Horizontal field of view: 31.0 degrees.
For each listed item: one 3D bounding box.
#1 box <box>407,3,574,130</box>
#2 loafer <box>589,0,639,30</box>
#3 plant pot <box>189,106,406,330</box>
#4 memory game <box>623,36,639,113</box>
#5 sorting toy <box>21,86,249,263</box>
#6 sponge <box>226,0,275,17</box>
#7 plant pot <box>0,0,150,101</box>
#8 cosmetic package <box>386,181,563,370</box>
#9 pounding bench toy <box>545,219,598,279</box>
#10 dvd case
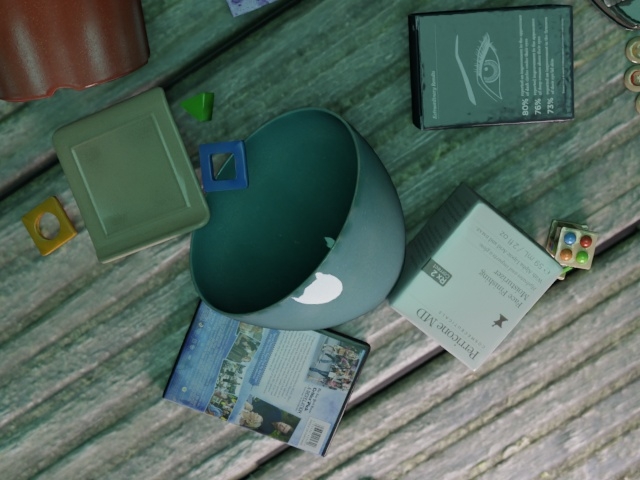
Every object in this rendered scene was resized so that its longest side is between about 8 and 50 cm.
[{"bbox_3d":[0.223,-0.231,1.523,0.207,0.108,0.153,-3,102,-1],"label":"box"},{"bbox_3d":[0.367,-0.392,1.504,0.096,0.084,0.267,-31,99,5],"label":"loafer"},{"bbox_3d":[0.000,0.000,1.503,0.195,0.290,0.290,32,100,-39],"label":"plant pot"},{"bbox_3d":[0.505,-0.240,1.579,0.186,0.012,0.186,0,102,-2],"label":"memory game"},{"bbox_3d":[-0.252,-0.087,1.552,0.348,0.047,0.196,-19,91,20],"label":"sorting toy"},{"bbox_3d":[-0.100,-0.412,1.514,0.117,0.031,0.210,-21,102,2],"label":"sponge"},{"bbox_3d":[-0.340,-0.325,1.421,0.272,0.272,0.265,-12,110,1],"label":"plant pot"},{"bbox_3d":[0.199,0.046,1.557,0.151,0.151,0.183,38,98,-9],"label":"cosmetic package"},{"bbox_3d":[0.345,0.020,1.601,0.052,0.065,0.083,9,102,-4],"label":"pounding bench toy"},{"bbox_3d":[-0.076,0.186,1.645,0.253,0.022,0.180,21,99,-6],"label":"dvd case"}]
